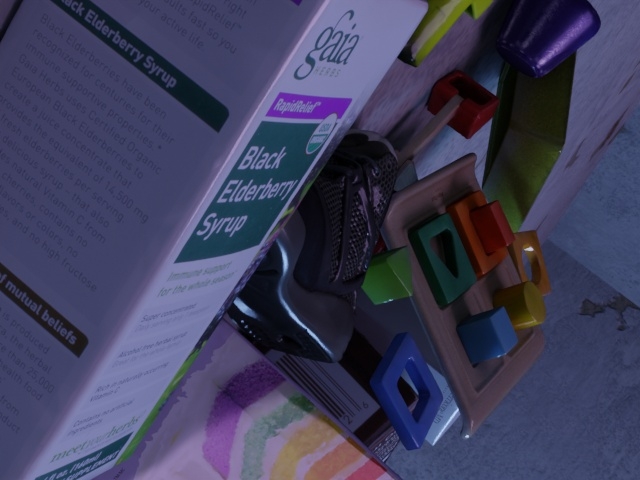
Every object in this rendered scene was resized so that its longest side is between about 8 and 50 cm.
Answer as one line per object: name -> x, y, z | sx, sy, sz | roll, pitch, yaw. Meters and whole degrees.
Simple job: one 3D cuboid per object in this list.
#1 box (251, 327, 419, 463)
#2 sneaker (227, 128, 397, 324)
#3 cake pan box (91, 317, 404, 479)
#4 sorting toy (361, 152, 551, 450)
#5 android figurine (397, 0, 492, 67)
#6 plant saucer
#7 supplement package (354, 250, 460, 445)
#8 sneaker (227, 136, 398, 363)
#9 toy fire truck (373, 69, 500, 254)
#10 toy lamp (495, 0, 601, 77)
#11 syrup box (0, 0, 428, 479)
box -> -0.041, 0.217, 1.018 | 0.191, 0.143, 0.381 | -40, 166, -19
sneaker -> 0.000, 0.000, 0.767 | 0.170, 0.068, 0.071 | -51, 173, -3
cake pan box -> -0.084, 0.210, 0.697 | 0.267, 0.246, 0.070 | -49, -153, -11
sorting toy -> 0.131, 0.034, 0.857 | 0.047, 0.196, 0.347 | -17, -173, 32
android figurine -> 0.115, -0.222, 0.570 | 0.273, 0.056, 0.248 | -52, 167, 4
plant saucer -> 0.192, -0.127, 0.994 | 0.188, 0.045, 0.188 | 97, 5, -66
supplement package -> 0.079, 0.081, 0.997 | 0.105, 0.179, 0.105 | -42, 164, -36
sneaker -> -0.021, -0.028, 0.594 | 0.227, 0.087, 0.130 | 55, 48, -58
toy fire truck -> 0.064, -0.047, 0.894 | 0.192, 0.047, 0.135 | -41, 163, -35
toy lamp -> 0.246, -0.255, 0.886 | 0.275, 0.080, 0.080 | -51, 167, 0
syrup box -> -0.071, -0.020, 0.395 | 0.237, 0.096, 0.093 | -55, 167, 18
